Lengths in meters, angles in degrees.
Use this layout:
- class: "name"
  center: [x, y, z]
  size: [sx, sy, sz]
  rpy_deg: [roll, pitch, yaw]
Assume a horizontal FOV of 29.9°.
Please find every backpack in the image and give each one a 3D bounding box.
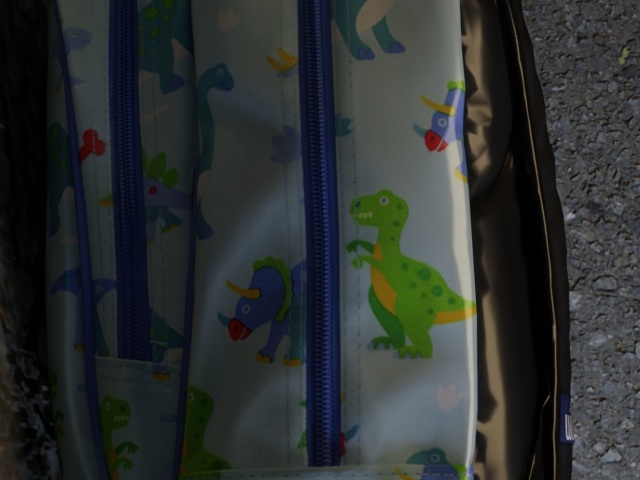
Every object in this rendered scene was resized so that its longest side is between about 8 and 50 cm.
- class: "backpack"
  center: [0.000, 0.000, 0.528]
  size: [0.290, 0.273, 0.355]
  rpy_deg: [17, 83, -77]
